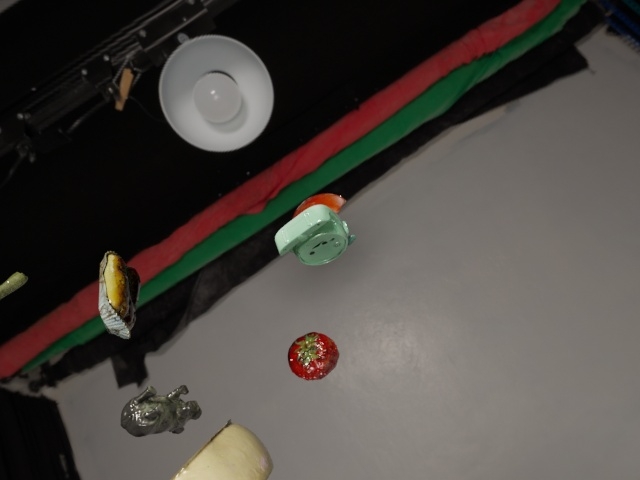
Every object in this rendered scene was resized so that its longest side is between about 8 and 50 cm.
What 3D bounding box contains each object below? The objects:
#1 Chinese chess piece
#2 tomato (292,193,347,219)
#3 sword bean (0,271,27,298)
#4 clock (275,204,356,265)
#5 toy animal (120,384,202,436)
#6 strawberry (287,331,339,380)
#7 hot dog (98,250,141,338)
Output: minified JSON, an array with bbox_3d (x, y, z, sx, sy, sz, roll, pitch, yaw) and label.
[{"bbox_3d":[-0.193,0.409,0.695,0.270,0.112,0.270,-47,-9,-10],"label":"Chinese chess piece"},{"bbox_3d":[-0.020,-0.086,1.507,0.199,0.112,0.228,-41,11,49],"label":"tomato"},{"bbox_3d":[-0.790,0.163,1.027,0.043,0.038,0.269,1,37,42],"label":"sword bean"},{"bbox_3d":[0.000,-0.001,1.061,0.148,0.060,0.188,-38,-38,21],"label":"clock"},{"bbox_3d":[-0.456,0.525,1.379,0.168,0.106,0.343,-33,-26,-4],"label":"toy animal"},{"bbox_3d":[-0.011,0.232,0.898,0.106,0.106,0.106,-29,-20,-12],"label":"strawberry"},{"bbox_3d":[-0.539,0.141,1.224,0.081,0.271,0.163,-17,-49,-9],"label":"hot dog"}]
